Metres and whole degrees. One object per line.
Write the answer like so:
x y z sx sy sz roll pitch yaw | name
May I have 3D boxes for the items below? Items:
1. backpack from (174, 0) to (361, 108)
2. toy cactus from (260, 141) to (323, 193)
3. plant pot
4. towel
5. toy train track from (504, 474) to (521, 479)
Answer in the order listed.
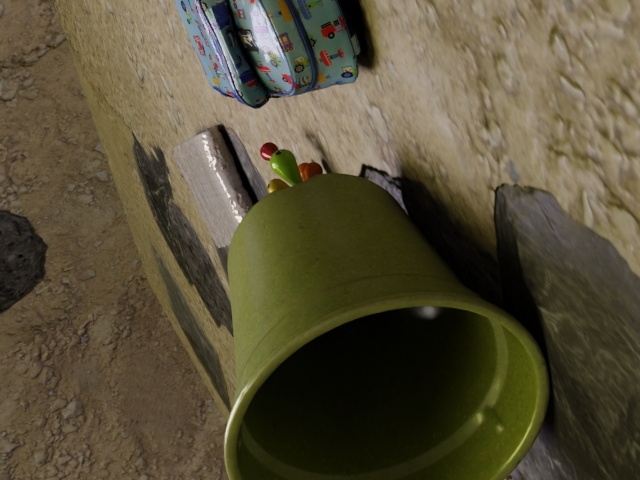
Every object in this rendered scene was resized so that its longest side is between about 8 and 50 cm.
-0.043 -0.194 1.178 0.173 0.117 0.158 35 150 60 | backpack
0.000 0.000 1.460 0.180 0.112 0.219 18 124 60 | toy cactus
0.027 0.081 1.178 0.254 0.276 0.276 -113 6 -51 | plant pot
-0.154 -0.077 2.031 0.187 0.049 0.282 64 167 -7 | towel
0.201 0.261 1.316 0.048 0.014 0.083 20 140 63 | toy train track
